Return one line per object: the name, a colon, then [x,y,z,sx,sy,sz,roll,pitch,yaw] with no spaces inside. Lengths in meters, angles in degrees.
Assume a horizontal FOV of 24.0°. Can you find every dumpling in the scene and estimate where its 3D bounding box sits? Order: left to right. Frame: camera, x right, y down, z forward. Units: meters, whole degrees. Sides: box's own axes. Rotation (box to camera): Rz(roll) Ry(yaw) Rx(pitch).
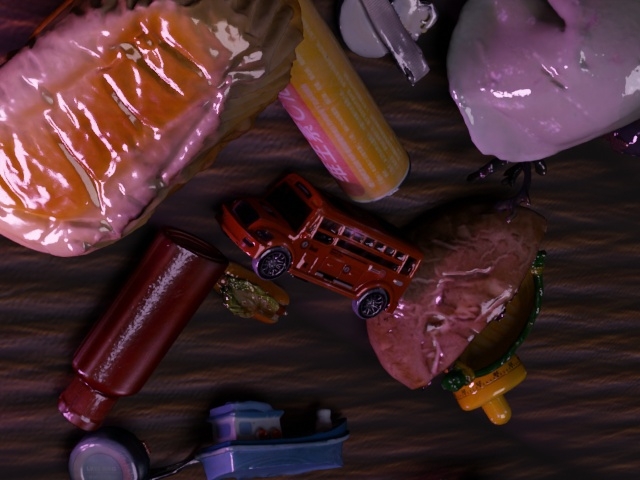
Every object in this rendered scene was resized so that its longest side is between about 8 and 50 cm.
dumpling: [0.306,-0.242,1.774,0.321,0.270,0.212,-50,159,-23]

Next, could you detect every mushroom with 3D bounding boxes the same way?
mushroom: [0.154,0.047,1.929,0.151,0.156,0.286,38,98,-13]

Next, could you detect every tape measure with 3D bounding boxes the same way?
tape measure: [-0.233,0.268,1.900,0.180,0.104,0.107,-27,114,-56]

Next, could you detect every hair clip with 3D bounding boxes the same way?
hair clip: [0.076,-0.255,1.717,0.116,0.049,0.172,-39,129,-7]

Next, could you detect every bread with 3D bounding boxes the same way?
bread: [-0.190,-0.141,1.505,0.388,0.183,0.236,-30,113,28]

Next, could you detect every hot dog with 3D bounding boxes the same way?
hot dog: [-0.086,0.067,1.843,0.133,0.041,0.056,32,101,-41]

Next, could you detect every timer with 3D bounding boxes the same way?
timer: [0.237,0.202,2.077,0.107,0.107,0.109,-30,86,-9]

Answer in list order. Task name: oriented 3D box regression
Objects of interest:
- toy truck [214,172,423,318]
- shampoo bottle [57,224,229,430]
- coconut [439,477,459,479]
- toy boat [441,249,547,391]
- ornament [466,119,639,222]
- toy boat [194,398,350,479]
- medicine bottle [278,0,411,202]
toy truck: [0.000,0.000,1.804,0.252,0.107,0.114,25,105,-41]
shampoo bottle: [-0.218,0.107,1.779,0.102,0.064,0.260,25,107,-43]
coconut: [0.212,0.463,2.162,0.244,0.239,0.239,-39,132,6]
toy boat: [0.232,0.111,2.002,0.229,0.089,0.088,-56,167,-12]
ornament: [0.304,-0.105,1.852,0.236,0.202,0.080,-30,119,-5]
toy boat: [-0.052,0.255,1.966,0.238,0.098,0.109,4,161,-42]
medicine bottle: [-0.022,-0.203,1.654,0.108,0.108,0.426,-39,132,-2]
